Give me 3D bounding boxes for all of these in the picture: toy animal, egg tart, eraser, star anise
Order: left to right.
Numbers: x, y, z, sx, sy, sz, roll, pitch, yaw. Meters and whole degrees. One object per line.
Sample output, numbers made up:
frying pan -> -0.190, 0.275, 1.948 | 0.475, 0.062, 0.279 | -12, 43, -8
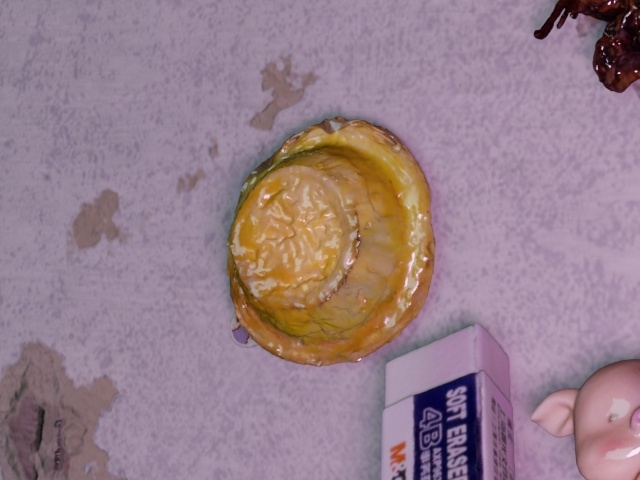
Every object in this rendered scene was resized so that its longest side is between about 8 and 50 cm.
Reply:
egg tart -> 0.000, 0.000, 2.082 | 0.288, 0.118, 0.288 | -5, 80, 28
eraser -> 0.130, 0.230, 1.912 | 0.130, 0.086, 0.287 | -24, 41, 25
star anise -> 0.337, -0.256, 1.898 | 0.190, 0.126, 0.220 | 38, 102, 26
toy animal -> 0.336, 0.227, 1.828 | 0.154, 0.166, 0.250 | 107, 145, -58

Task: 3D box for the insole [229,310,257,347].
insole -> -0.043, 0.048, 2.168 | 0.065, 0.004, 0.197 | 47, 109, 27
